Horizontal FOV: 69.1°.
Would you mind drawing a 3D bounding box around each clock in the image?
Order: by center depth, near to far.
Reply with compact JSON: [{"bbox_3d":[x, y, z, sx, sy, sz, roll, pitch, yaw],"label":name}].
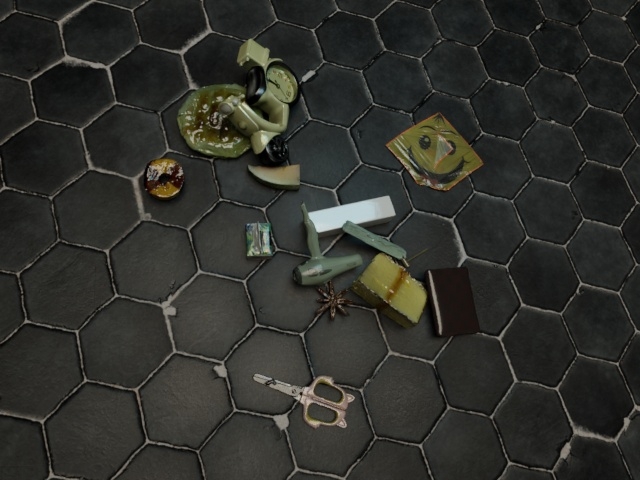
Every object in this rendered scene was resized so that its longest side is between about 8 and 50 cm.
[{"bbox_3d":[-0.199,-0.460,1.563,0.277,0.120,0.378,27,61,-36],"label":"clock"}]

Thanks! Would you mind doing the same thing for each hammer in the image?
[{"bbox_3d":[0.326,0.055,1.597,0.110,0.019,0.035,-28,80,-21],"label":"hammer"}]

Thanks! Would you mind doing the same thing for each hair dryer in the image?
[{"bbox_3d":[0.032,0.015,1.482,0.229,0.092,0.267,5,94,-23],"label":"hair dryer"}]

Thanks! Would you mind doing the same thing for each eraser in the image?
[{"bbox_3d":[0.095,-0.076,1.565,0.298,0.078,0.076,-13,76,-13],"label":"eraser"}]

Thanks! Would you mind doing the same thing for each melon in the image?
[{"bbox_3d":[-0.158,-0.218,1.580,0.182,0.054,0.097,-2,68,-10],"label":"melon"}]

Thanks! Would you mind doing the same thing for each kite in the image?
[{"bbox_3d":[0.427,-0.340,1.727,0.378,0.013,0.327,12,72,-3],"label":"kite"}]

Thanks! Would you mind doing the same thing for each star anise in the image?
[{"bbox_3d":[0.044,0.197,1.493,0.141,0.042,0.141,1,67,-3],"label":"star anise"}]

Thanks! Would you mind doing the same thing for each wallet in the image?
[{"bbox_3d":[0.438,0.202,1.545,0.182,0.049,0.229,-2,75,-25],"label":"wallet"}]

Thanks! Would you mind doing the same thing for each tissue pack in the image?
[{"bbox_3d":[-0.198,0.000,1.494,0.085,0.079,0.110,-2,75,-9],"label":"tissue pack"}]

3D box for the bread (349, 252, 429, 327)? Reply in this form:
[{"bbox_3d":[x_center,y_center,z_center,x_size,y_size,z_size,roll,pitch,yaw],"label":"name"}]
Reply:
[{"bbox_3d":[0.241,0.145,1.492,0.240,0.135,0.178,37,72,2],"label":"bread"}]

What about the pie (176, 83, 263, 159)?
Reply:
[{"bbox_3d":[-0.340,-0.413,1.599,0.307,0.071,0.306,2,75,-8],"label":"pie"}]

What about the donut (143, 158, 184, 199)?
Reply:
[{"bbox_3d":[-0.508,-0.197,1.513,0.141,0.059,0.140,3,73,-8],"label":"donut"}]

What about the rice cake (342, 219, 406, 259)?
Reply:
[{"bbox_3d":[0.180,0.001,1.534,0.245,0.045,0.042,25,104,-21],"label":"rice cake"}]

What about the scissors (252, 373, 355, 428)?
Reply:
[{"bbox_3d":[-0.056,0.468,1.409,0.318,0.024,0.160,21,72,-3],"label":"scissors"}]
